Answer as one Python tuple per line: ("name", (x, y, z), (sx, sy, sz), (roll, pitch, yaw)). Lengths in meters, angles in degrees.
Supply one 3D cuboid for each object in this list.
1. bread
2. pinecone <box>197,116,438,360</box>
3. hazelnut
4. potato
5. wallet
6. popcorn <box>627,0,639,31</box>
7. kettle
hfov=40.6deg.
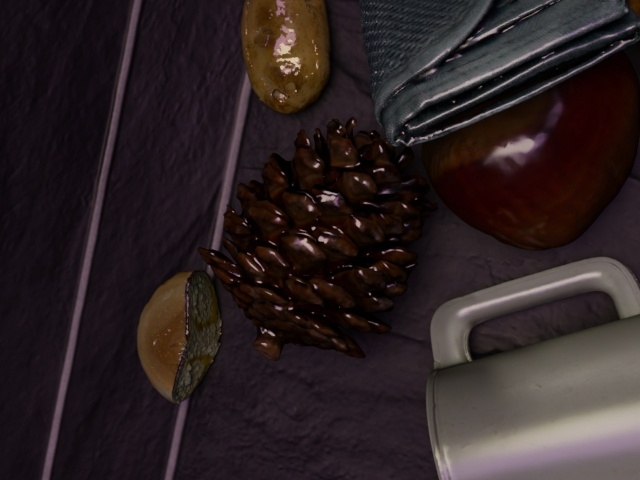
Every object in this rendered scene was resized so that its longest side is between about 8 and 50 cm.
("bread", (-0.177, 0.117, 1.047), (0.094, 0.083, 0.157), (-6, 86, 18))
("pinecone", (0.000, 0.000, 0.924), (0.224, 0.224, 0.272), (25, 85, 14))
("hazelnut", (0.224, -0.108, 0.882), (0.229, 0.229, 0.229), (0, 89, 16))
("potato", (-0.040, -0.234, 1.016), (0.107, 0.080, 0.170), (1, 88, 3))
("wallet", (0.147, -0.238, 0.852), (0.237, 0.342, 0.075), (-25, 124, 17))
("popcorn", (0.438, -0.195, 0.781), (0.316, 0.281, 0.297), (29, 61, -9))
("kettle", (0.274, 0.158, 0.862), (0.318, 0.205, 0.265), (-18, 87, 17))
